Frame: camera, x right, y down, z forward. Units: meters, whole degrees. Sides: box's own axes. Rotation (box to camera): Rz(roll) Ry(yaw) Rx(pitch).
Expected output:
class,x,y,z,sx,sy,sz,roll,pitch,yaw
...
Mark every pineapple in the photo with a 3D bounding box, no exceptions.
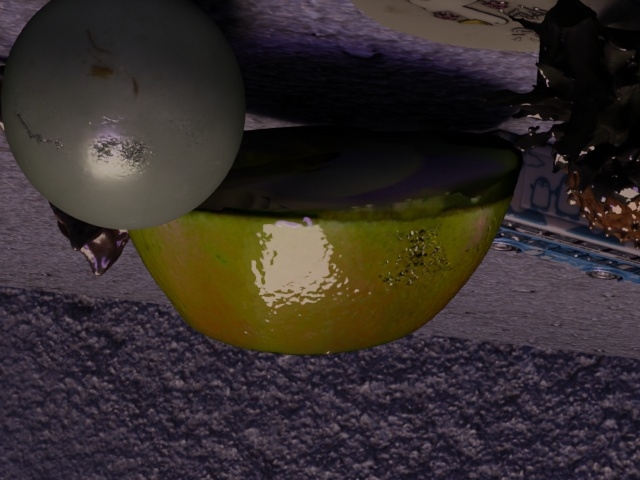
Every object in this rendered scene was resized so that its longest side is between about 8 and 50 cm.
class,x,y,z,sx,sy,sz,roll,pitch,yaw
pineapple,0.234,-0.095,1.336,0.165,0.165,0.364,4,170,22

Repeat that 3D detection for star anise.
class,x,y,z,sx,sy,sz,roll,pitch,yaw
star anise,-0.249,-0.086,1.788,0.109,0.223,0.236,-27,-149,0

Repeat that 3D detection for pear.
class,x,y,z,sx,sy,sz,roll,pitch,yaw
pear,-0.002,0.004,1.696,0.399,0.165,0.399,-3,-166,1

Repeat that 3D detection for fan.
class,x,y,z,sx,sy,sz,roll,pitch,yaw
fan,0.062,-0.195,1.342,0.415,0.012,0.233,13,168,-29

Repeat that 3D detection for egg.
class,x,y,z,sx,sy,sz,roll,pitch,yaw
egg,-0.163,-0.112,1.458,0.203,0.203,0.282,8,174,0

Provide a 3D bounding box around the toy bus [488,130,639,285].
class,x,y,z,sx,sy,sz,roll,pitch,yaw
toy bus,0.270,-0.030,1.868,0.297,0.106,0.131,14,165,-24
